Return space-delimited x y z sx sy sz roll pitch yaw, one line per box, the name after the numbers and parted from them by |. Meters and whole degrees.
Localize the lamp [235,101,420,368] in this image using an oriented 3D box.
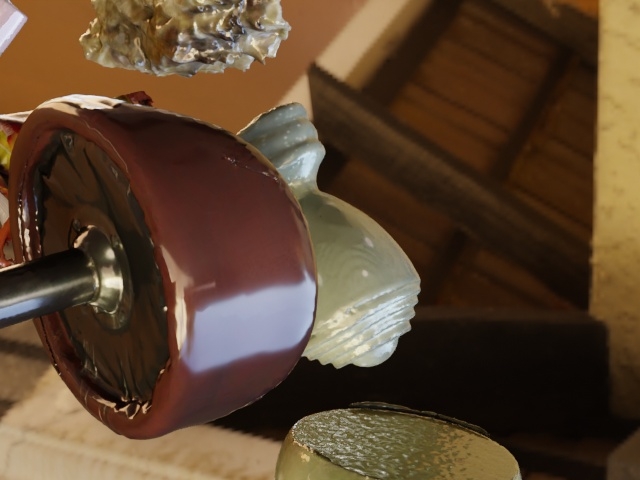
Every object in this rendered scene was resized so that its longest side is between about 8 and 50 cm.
0.000 0.000 0.990 0.106 0.106 0.193 -23 -98 -21 | lamp

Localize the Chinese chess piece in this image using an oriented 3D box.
0.058 0.189 1.057 0.188 0.083 0.188 8 -169 -1 | Chinese chess piece

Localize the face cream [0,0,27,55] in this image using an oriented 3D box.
-0.390 -0.177 1.424 0.198 0.084 0.057 -51 -172 -4 | face cream

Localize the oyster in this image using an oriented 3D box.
-0.171 -0.286 1.681 0.351 0.238 0.115 -14 -154 44 | oyster

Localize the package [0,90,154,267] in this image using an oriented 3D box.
-0.260 -0.069 1.512 0.288 0.108 0.223 -8 -126 -40 | package

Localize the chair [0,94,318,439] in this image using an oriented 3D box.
-0.220 0.047 0.781 0.401 0.226 0.226 -16 -146 -34 | chair
